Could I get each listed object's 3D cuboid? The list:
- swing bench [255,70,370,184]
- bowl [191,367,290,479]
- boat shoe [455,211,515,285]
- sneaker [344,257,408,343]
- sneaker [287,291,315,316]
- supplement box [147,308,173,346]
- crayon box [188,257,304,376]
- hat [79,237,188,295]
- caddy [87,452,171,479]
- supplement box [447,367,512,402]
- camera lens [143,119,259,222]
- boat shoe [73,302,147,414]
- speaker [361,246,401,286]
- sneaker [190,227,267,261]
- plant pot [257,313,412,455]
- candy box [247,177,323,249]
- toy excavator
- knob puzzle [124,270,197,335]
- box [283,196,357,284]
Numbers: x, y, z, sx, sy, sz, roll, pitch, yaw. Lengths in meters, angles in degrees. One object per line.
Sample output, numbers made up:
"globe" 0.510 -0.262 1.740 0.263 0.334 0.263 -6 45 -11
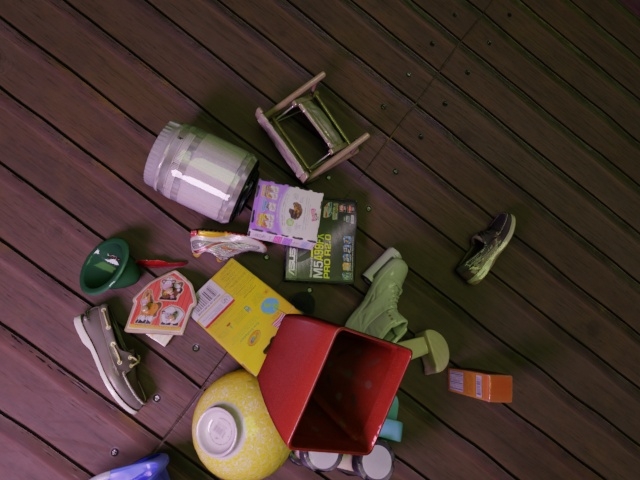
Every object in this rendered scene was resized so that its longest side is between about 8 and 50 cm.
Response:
"swing bench" -0.032 -0.335 1.485 0.255 0.165 0.253 -34 88 -11
"bowl" -0.223 0.474 1.212 0.290 0.156 0.289 -5 76 21
"boat shoe" 0.543 0.012 1.574 0.092 0.103 0.285 36 79 -9
"sneaker" 0.214 0.196 1.416 0.108 0.169 0.292 43 76 -39
"sneaker" -0.092 0.254 1.397 0.087 0.130 0.227 30 46 -8
"supplement box" -0.455 0.244 1.334 0.098 0.036 0.062 36 73 -2
"crayon box" -0.200 0.211 1.295 0.318 0.081 0.202 34 70 32
"hat" -0.535 0.104 1.351 0.209 0.183 0.173 -4 62 30
"caddy" -0.507 0.647 1.138 0.341 0.241 0.179 -28 91 -17
"supplement box" 0.463 0.420 1.404 0.078 0.233 0.080 5 81 -12
"camera lens" -0.326 -0.190 1.356 0.274 0.219 0.219 25 75 -7
"boat shoe" -0.538 0.310 1.266 0.091 0.109 0.305 -31 83 -12
"speaker" 0.193 0.083 1.504 0.136 0.055 0.055 -43 90 -17
"sneaker" -0.269 0.018 1.408 0.225 0.088 0.092 5 95 -10
"plant pot" 0.008 0.313 1.124 0.267 0.236 0.267 26 86 -39
"candy box" -0.100 -0.075 1.386 0.196 0.070 0.164 12 66 -10
"toy excavator" 0.148 0.438 1.358 0.433 0.222 0.445 16 67 -10
"knob puzzle" -0.433 0.163 1.316 0.213 0.030 0.213 -5 54 7
"box" 0.000 0.000 1.474 0.216 0.060 0.270 6 78 -12
